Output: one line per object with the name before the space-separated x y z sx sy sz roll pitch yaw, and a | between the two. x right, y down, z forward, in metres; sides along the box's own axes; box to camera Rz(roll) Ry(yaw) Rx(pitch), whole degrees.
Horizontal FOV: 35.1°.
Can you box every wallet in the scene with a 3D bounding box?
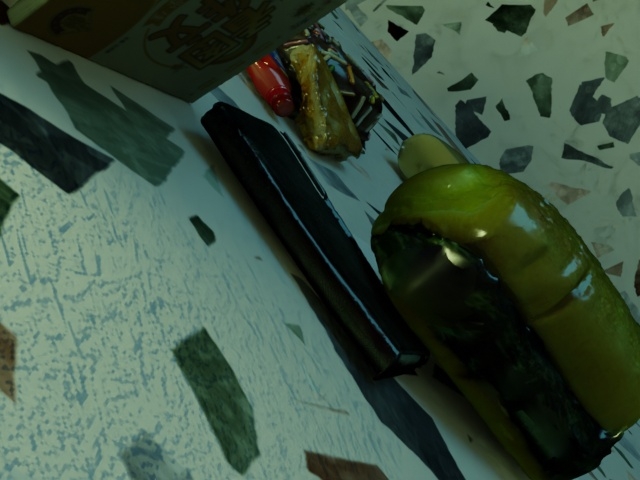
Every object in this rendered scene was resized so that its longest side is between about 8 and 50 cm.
wallet | 0.000 0.000 1.029 0.318 0.045 0.172 55 14 14

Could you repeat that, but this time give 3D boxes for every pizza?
pizza | 0.004 -0.172 1.441 0.161 0.062 0.182 -89 155 -54

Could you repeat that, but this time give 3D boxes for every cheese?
cheese | 0.288 -0.077 1.924 0.316 0.128 0.259 31 21 -55

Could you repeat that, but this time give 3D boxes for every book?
book | -0.115 -0.217 0.931 0.020 0.208 0.295 65 19 15

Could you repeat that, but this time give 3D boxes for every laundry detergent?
laundry detergent | -0.075 -0.232 1.404 0.097 0.049 0.165 40 18 -42

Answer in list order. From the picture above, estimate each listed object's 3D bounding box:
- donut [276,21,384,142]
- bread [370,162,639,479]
donut | 0.001 -0.269 1.621 0.270 0.103 0.269 43 14 -14
bread | 0.216 0.082 1.100 0.376 0.208 0.251 48 7 -19
